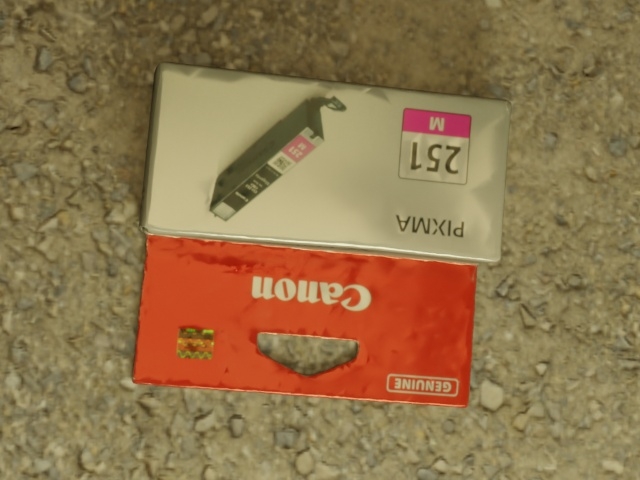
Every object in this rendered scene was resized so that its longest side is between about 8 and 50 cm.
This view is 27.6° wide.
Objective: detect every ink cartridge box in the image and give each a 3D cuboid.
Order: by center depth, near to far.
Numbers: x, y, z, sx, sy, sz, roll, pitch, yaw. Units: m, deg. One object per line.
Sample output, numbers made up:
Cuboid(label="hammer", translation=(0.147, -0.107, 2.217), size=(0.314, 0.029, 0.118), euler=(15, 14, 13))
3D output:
Cuboid(label="ink cartridge box", translation=(0.000, 0.000, 0.992), size=(0.275, 0.060, 0.239), euler=(5, 84, -10))
